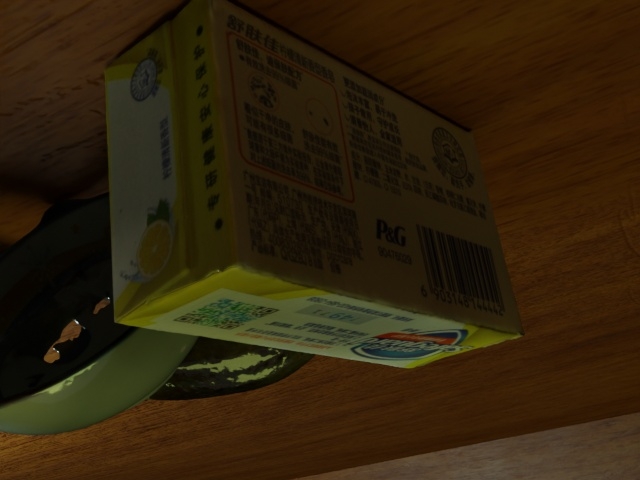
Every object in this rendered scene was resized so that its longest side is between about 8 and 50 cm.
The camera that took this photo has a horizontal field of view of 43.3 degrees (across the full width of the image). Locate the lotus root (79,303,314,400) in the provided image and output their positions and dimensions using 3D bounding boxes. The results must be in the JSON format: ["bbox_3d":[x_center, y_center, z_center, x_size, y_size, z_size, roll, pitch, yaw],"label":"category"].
[{"bbox_3d":[-0.115,0.097,0.800,0.241,0.123,0.124,-13,148,7],"label":"lotus root"}]

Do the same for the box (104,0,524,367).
[{"bbox_3d":[0.005,-0.018,0.502,0.097,0.168,0.265,-27,152,35],"label":"box"}]

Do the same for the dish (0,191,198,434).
[{"bbox_3d":[-0.154,0.053,0.549,0.236,0.228,0.086,-37,124,-14],"label":"dish"}]
